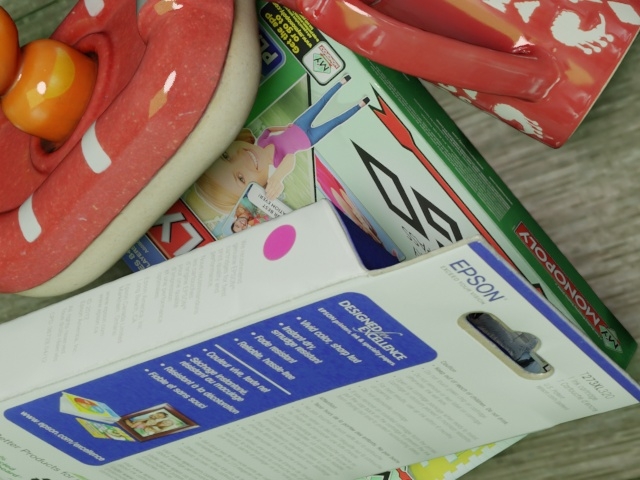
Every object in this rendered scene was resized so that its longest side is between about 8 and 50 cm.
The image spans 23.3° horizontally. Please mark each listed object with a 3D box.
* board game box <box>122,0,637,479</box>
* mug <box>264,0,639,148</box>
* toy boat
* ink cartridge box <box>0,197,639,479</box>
[{"bbox_3d":[0.000,0.000,0.903,0.213,0.046,0.317,-39,93,32],"label":"board game box"},{"bbox_3d":[0.061,-0.113,0.764,0.169,0.150,0.113,31,152,0],"label":"mug"},{"bbox_3d":[-0.145,-0.077,0.796,0.151,0.151,0.231,25,128,-31],"label":"toy boat"},{"bbox_3d":[-0.030,0.073,0.833,0.371,0.069,0.176,-18,140,32],"label":"ink cartridge box"}]
